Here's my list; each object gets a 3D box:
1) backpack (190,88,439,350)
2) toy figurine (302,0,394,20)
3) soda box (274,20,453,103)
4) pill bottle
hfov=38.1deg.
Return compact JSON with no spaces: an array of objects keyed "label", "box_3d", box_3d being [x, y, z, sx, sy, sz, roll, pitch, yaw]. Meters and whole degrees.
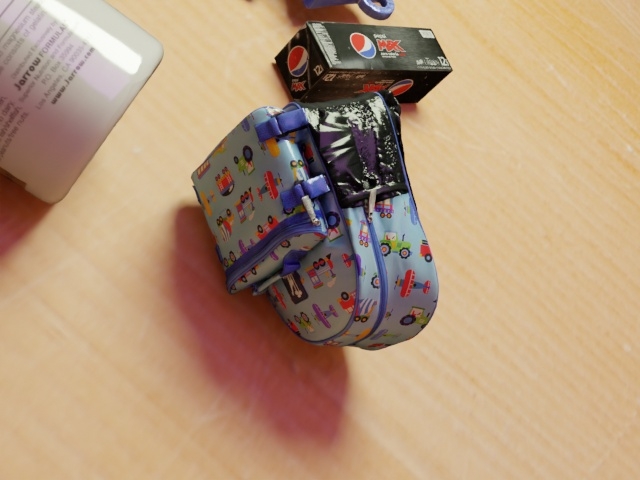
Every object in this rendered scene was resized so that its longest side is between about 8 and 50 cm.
[{"label":"backpack","box_3d":[0.000,0.000,0.658,0.117,0.158,0.173,-13,82,-34]},{"label":"toy figurine","box_3d":[0.005,-0.305,0.854,0.363,0.191,0.217,-18,78,-43]},{"label":"soda box","box_3d":[0.043,-0.164,0.867,0.169,0.060,0.053,-8,67,-42]},{"label":"pill bottle","box_3d":[-0.227,-0.137,0.582,0.229,0.131,0.131,35,45,-14]}]
